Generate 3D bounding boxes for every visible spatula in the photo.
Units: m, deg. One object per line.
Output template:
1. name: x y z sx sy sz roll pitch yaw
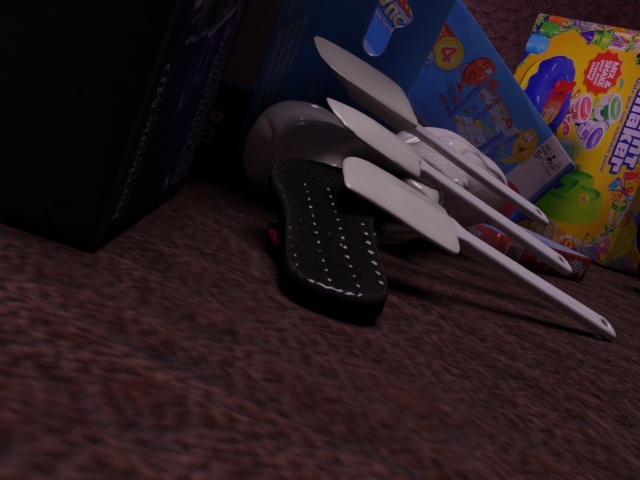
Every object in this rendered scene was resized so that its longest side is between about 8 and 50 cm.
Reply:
1. spatula: 0.095 -0.032 0.563 0.242 0.019 0.168 28 28 -30

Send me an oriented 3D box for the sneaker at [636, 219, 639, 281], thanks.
1. sneaker: 0.453 0.000 0.935 0.202 0.185 0.482 28 11 19

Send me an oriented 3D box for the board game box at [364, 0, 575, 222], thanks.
1. board game box: 0.069 -0.183 0.857 0.308 0.086 0.302 49 0 -21

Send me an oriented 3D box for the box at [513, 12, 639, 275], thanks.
1. box: 0.395 -0.129 1.196 0.177 0.290 0.279 14 11 -35

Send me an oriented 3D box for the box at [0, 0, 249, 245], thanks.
1. box: -0.108 -0.099 0.418 0.108 0.153 0.207 21 11 -3

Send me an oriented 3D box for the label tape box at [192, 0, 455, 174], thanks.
1. label tape box: -0.082 -0.180 0.590 0.347 0.249 0.115 21 46 -5

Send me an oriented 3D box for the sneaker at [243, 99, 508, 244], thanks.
1. sneaker: 0.062 -0.031 0.637 0.232 0.090 0.115 4 25 -34

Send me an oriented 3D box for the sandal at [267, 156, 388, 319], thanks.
1. sandal: 0.000 0.000 0.457 0.067 0.040 0.179 14 25 -6

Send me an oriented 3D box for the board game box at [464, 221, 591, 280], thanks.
1. board game box: 0.121 -0.033 0.884 0.145 0.027 0.281 14 12 -42
